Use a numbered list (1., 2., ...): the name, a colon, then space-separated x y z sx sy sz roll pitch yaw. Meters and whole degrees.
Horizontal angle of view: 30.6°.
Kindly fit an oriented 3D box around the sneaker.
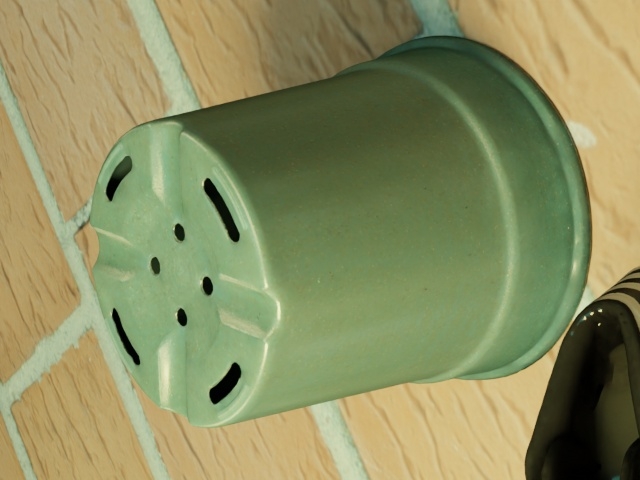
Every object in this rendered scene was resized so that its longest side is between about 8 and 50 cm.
1. sneaker: 0.259 0.239 0.865 0.169 0.257 0.447 -9 94 49

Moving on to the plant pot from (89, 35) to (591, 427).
1. plant pot: 0.000 0.000 1.039 0.341 0.334 0.341 17 112 46
